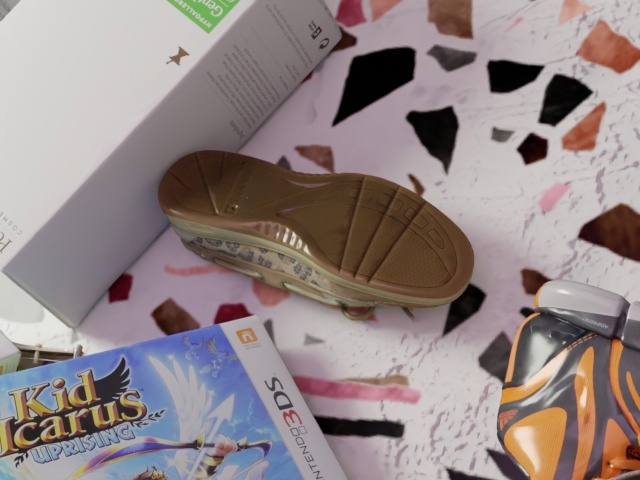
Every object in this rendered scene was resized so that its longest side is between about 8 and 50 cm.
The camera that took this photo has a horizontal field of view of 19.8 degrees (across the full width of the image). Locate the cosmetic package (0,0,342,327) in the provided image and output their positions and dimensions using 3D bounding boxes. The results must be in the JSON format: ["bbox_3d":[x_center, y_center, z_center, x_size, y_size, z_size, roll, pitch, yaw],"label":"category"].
[{"bbox_3d":[-0.182,-0.130,1.631,0.197,0.155,0.365,39,83,27],"label":"cosmetic package"}]

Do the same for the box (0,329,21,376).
[{"bbox_3d":[-0.371,0.133,1.546,0.103,0.203,0.114,41,130,30],"label":"box"}]

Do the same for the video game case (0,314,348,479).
[{"bbox_3d":[-0.120,0.192,1.432,0.269,0.061,0.244,-13,55,-28],"label":"video game case"}]

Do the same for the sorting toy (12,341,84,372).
[{"bbox_3d":[-0.245,0.128,1.606,0.083,0.045,0.075,4,77,20],"label":"sorting toy"}]

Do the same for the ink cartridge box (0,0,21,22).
[{"bbox_3d":[-0.325,-0.232,1.726,0.092,0.160,0.219,22,76,29],"label":"ink cartridge box"}]

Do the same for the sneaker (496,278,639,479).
[{"bbox_3d":[0.276,0.154,1.365,0.321,0.124,0.180,14,76,37],"label":"sneaker"}]

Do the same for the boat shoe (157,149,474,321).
[{"bbox_3d":[0.000,0.000,1.553,0.285,0.089,0.104,19,59,23],"label":"boat shoe"}]

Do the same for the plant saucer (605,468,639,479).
[{"bbox_3d":[0.266,0.311,1.284,0.310,0.050,0.311,-1,85,18],"label":"plant saucer"}]
